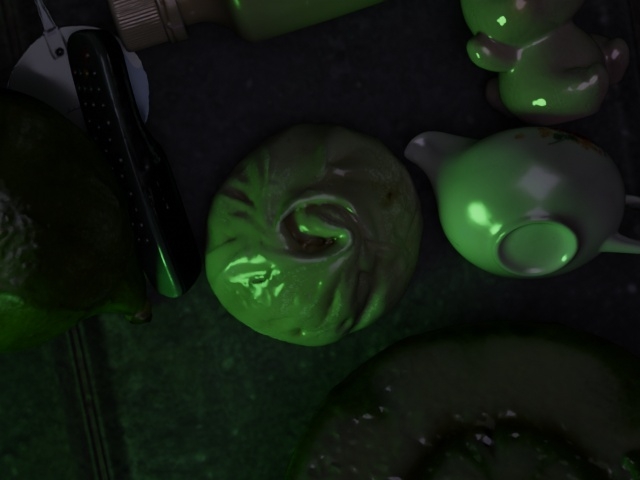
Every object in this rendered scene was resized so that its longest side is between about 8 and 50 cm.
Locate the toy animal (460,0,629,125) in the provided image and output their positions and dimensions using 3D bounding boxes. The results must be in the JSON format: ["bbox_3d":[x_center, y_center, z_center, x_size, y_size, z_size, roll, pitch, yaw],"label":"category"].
[{"bbox_3d":[0.154,-0.195,1.501,0.124,0.124,0.212,-27,103,-2],"label":"toy animal"}]

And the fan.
[{"bbox_3d":[-0.203,-0.143,1.525,0.113,0.005,0.175,-22,99,-3],"label":"fan"}]

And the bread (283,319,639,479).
[{"bbox_3d":[0.140,0.247,1.481,0.382,0.129,0.366,-36,75,-16],"label":"bread"}]

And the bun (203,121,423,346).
[{"bbox_3d":[0.000,0.000,1.518,0.183,0.102,0.183,-1,100,-7],"label":"bun"}]

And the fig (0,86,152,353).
[{"bbox_3d":[-0.212,-0.007,1.481,0.235,0.203,0.203,16,97,-41],"label":"fig"}]

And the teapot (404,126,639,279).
[{"bbox_3d":[0.176,-0.023,1.523,0.226,0.092,0.145,14,138,-16],"label":"teapot"}]

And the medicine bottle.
[{"bbox_3d":[-0.040,-0.212,1.479,0.252,0.114,0.114,-19,99,-1],"label":"medicine bottle"}]

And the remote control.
[{"bbox_3d":[-0.146,-0.060,1.507,0.042,0.072,0.222,-26,107,-24],"label":"remote control"}]
